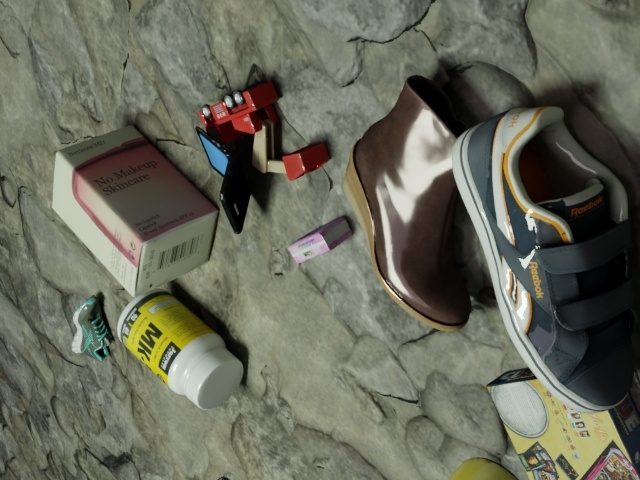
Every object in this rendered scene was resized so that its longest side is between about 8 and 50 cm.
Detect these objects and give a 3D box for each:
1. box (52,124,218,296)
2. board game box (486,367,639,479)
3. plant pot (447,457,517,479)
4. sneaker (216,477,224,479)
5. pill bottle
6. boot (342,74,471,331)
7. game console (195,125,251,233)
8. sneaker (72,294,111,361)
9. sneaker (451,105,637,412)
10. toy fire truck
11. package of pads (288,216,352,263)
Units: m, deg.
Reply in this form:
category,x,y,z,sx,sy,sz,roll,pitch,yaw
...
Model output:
category,x,y,z,sx,sy,sz,roll,pitch,yaw
box,-0.293,-0.050,1.602,0.232,0.149,0.126,43,139,24
board game box,0.303,0.255,1.152,0.165,0.042,0.243,-21,95,54
plant pot,0.195,0.360,1.304,0.134,0.095,0.134,29,133,37
sneaker,-0.191,0.473,1.902,0.044,0.040,0.109,43,146,0
pill bottle,-0.231,0.180,1.695,0.208,0.119,0.119,35,136,32
boot,0.123,-0.035,1.151,0.248,0.090,0.207,57,146,14
game console,-0.142,-0.082,1.425,0.071,0.107,0.122,7,157,11
sneaker,-0.440,0.175,2.009,0.076,0.065,0.166,30,138,14
sneaker,0.242,0.020,1.011,0.127,0.126,0.321,-25,90,58
toy fire truck,-0.080,-0.140,1.372,0.192,0.047,0.135,-11,105,54
package of pads,0.000,0.000,1.358,0.083,0.050,0.032,-25,97,54
